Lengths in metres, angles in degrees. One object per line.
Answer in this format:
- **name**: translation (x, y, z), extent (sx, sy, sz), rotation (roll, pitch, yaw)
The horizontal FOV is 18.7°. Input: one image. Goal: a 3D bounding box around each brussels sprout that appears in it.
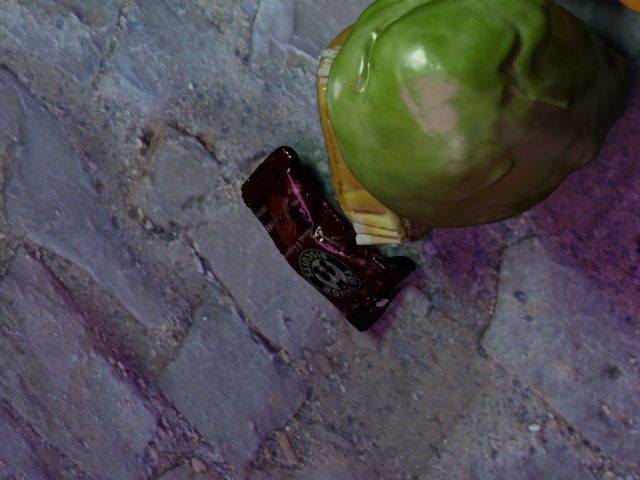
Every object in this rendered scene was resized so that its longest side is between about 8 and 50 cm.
- **brussels sprout**: translation (0.146, -0.140, 1.906), extent (0.274, 0.316, 0.242), rotation (-26, 76, 27)

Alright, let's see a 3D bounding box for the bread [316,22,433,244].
- **bread**: translation (0.073, -0.121, 2.117), extent (0.107, 0.136, 0.241), rotation (14, 128, 36)

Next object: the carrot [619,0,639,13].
- **carrot**: translation (0.299, -0.324, 1.713), extent (0.258, 0.100, 0.307), rotation (18, 152, 37)

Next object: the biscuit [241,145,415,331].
- **biscuit**: translation (0.002, -0.003, 2.326), extent (0.235, 0.063, 0.151), rotation (45, 151, 2)
